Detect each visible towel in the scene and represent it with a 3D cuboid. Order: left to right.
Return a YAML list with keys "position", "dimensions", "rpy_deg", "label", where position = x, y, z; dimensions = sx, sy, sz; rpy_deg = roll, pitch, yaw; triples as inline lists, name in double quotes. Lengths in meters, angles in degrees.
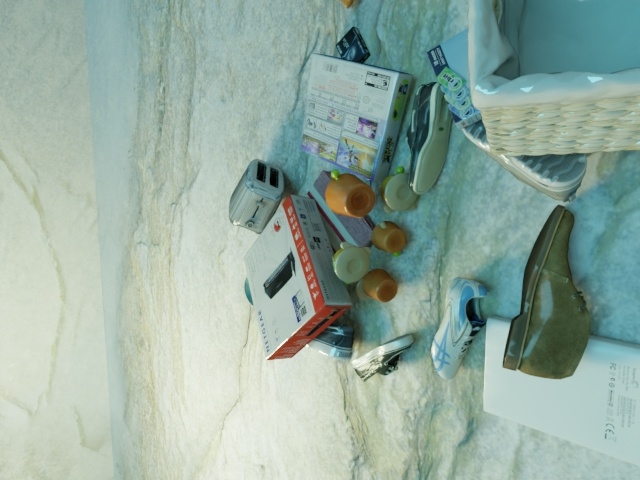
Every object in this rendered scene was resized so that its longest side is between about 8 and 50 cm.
- position: [0.000, 0.000, 1.165]
  dimensions: [0.237, 0.037, 0.329]
  rpy_deg: [55, 130, 22]
  label: "towel"

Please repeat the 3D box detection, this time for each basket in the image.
- position: [0.371, -0.295, 0.515]
  dimensions: [0.332, 0.266, 0.327]
  rpy_deg: [1, 84, 26]
  label: "basket"

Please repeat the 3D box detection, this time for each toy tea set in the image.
- position: [0.103, -0.012, 0.982]
  dimensions: [0.124, 0.200, 0.335]
  rpy_deg: [-142, 54, -63]
  label: "toy tea set"

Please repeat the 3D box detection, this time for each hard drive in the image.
- position: [0.460, 0.267, 0.761]
  dimensions: [0.308, 0.040, 0.202]
  rpy_deg: [6, 101, 43]
  label: "hard drive"

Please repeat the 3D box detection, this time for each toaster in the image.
- position: [-0.184, -0.138, 1.232]
  dimensions: [0.146, 0.129, 0.226]
  rpy_deg: [-55, 22, 30]
  label: "toaster"

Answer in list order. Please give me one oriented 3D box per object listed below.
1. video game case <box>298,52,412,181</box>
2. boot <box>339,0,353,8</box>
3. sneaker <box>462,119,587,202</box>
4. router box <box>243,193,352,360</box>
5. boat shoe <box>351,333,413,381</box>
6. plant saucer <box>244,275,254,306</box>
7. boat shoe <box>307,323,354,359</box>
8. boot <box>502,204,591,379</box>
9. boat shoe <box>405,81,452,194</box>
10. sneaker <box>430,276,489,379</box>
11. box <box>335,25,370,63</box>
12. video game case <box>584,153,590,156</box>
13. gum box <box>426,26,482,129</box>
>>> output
- position: [0.071, -0.303, 1.018]
  dimensions: [0.270, 0.061, 0.244]
  rpy_deg: [32, 122, 36]
  label: "video game case"
- position: [0.099, -0.603, 0.952]
  dimensions: [0.152, 0.073, 0.197]
  rpy_deg: [-53, 49, 34]
  label: "boot"
- position: [0.349, -0.164, 0.758]
  dimensions: [0.105, 0.115, 0.281]
  rpy_deg: [-34, 50, 10]
  label: "sneaker"
- position: [-0.079, 0.102, 1.113]
  dimensions: [0.301, 0.082, 0.335]
  rpy_deg: [-49, 47, 37]
  label: "router box"
- position: [0.162, 0.293, 1.033]
  dimensions: [0.219, 0.078, 0.070]
  rpy_deg: [-46, 64, 47]
  label: "boat shoe"
- position: [-0.213, 0.164, 1.404]
  dimensions: [0.120, 0.021, 0.119]
  rpy_deg: [8, 101, 43]
  label: "plant saucer"
- position: [-0.023, 0.244, 1.180]
  dimensions: [0.301, 0.108, 0.102]
  rpy_deg: [7, 84, 50]
  label: "boat shoe"
- position: [0.414, 0.092, 0.733]
  dimensions: [0.115, 0.112, 0.304]
  rpy_deg: [13, 93, 24]
  label: "boot"
- position: [0.223, -0.216, 0.890]
  dimensions: [0.079, 0.084, 0.232]
  rpy_deg: [22, 108, 49]
  label: "boat shoe"
- position: [0.293, 0.195, 0.880]
  dimensions: [0.086, 0.085, 0.236]
  rpy_deg: [23, 113, 45]
  label: "sneaker"
- position: [0.079, -0.467, 1.025]
  dimensions: [0.067, 0.018, 0.083]
  rpy_deg: [-32, 75, 42]
  label: "box"
- position: [0.441, -0.283, 0.690]
  dimensions: [0.210, 0.042, 0.231]
  rpy_deg: [-44, 66, 39]
  label: "video game case"
- position: [0.301, -0.307, 0.729]
  dimensions: [0.185, 0.041, 0.156]
  rpy_deg: [-23, 75, 26]
  label: "gum box"
